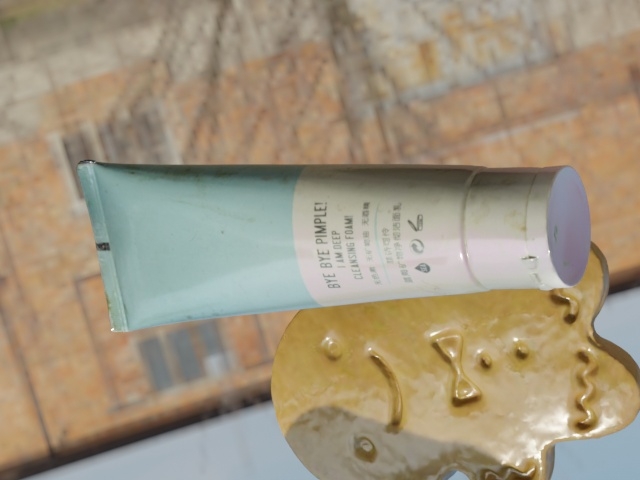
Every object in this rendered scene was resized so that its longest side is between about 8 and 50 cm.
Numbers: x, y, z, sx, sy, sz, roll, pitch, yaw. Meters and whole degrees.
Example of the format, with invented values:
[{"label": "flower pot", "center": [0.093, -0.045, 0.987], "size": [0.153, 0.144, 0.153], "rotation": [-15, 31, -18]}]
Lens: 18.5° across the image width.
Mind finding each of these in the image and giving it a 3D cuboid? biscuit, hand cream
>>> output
[{"label": "biscuit", "center": [0.113, 0.120, 1.789], "size": [0.355, 0.275, 0.052], "rotation": [-14, -179, 24]}, {"label": "hand cream", "center": [0.000, 0.000, 1.140], "size": [0.312, 0.111, 0.070], "rotation": [0, -162, 29]}]
